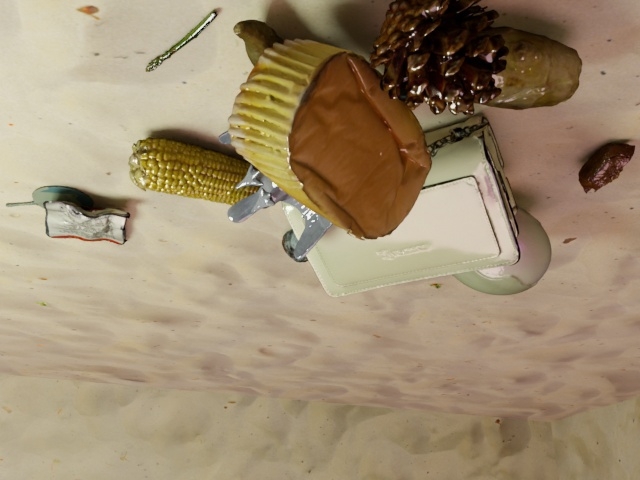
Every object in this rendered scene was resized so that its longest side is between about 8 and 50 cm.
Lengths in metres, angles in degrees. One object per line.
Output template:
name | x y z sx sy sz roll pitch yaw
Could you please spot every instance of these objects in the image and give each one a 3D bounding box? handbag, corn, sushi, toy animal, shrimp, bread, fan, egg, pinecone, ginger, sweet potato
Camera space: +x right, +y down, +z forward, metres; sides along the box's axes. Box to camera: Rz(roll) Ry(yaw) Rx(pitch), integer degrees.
handbag | 0.138 -0.060 1.251 0.359 0.160 0.236 -12 128 23
corn | -0.196 -0.111 1.242 0.260 0.091 0.091 11 171 -32
sushi | 0.490 -0.123 1.257 0.060 0.061 0.118 22 148 -17
toy animal | -0.047 -0.096 1.166 0.176 0.239 0.255 -28 -179 -43
shrimp | 0.000 0.000 1.477 0.233 0.090 0.079 -14 120 49
bread | 0.014 -0.136 0.981 0.288 0.204 0.156 28 -179 -45
fan | -0.527 -0.074 1.411 0.175 0.005 0.113 -4 155 8
egg | 0.323 0.013 1.398 0.217 0.183 0.183 6 155 -29
pinecone | 0.142 -0.221 0.855 0.174 0.173 0.173 0 155 0
ginger | 0.218 -0.232 0.973 0.263 0.116 0.109 5 125 0
sweet potato | -0.045 -0.231 1.024 0.067 0.067 0.274 -11 158 21

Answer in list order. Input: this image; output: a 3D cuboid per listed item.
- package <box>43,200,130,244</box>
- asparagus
package | -0.464 -0.037 1.451 0.166 0.040 0.232 8 163 -15
asparagus | -0.191 -0.268 0.995 0.166 0.016 0.013 -25 -173 40
